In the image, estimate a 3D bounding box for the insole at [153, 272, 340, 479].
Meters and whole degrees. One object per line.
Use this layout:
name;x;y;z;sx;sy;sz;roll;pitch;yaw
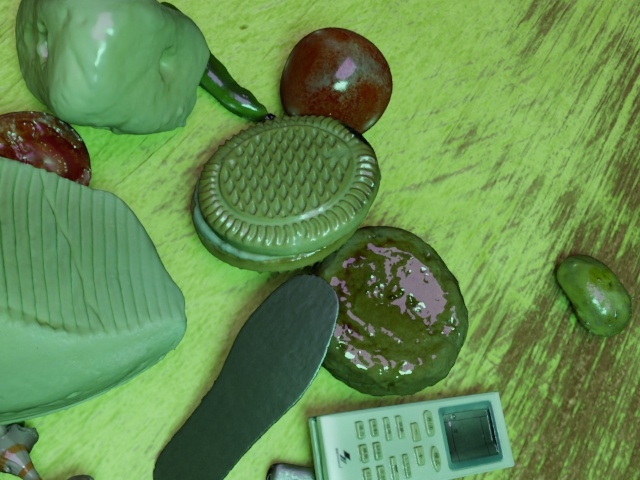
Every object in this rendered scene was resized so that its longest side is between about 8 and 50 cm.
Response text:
insole;-0.087;0.182;0.782;0.111;0.007;0.328;36;86;14

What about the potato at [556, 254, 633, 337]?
potato;0.426;0.083;1.003;0.091;0.070;0.138;-23;79;-24

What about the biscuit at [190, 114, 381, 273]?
biscuit;-0.048;-0.069;0.858;0.259;0.079;0.259;-5;50;6

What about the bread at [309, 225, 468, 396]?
bread;0.080;0.098;0.867;0.230;0.123;0.230;5;72;-15

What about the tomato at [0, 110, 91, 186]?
tomato;-0.374;-0.083;0.812;0.159;0.091;0.139;-43;107;-37

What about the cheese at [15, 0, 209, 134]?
cheese;-0.289;-0.233;0.812;0.251;0.248;0.174;17;101;-3

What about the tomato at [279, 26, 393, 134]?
tomato;0.024;-0.229;0.954;0.167;0.167;0.167;5;69;-15

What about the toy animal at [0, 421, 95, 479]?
toy animal;-0.306;0.281;0.700;0.208;0.100;0.103;48;31;-1

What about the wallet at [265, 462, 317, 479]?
wallet;-0.028;0.378;0.782;0.110;0.031;0.198;15;68;-11

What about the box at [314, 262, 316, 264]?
box;0.000;0.000;0.935;0.058;0.015;0.093;-37;84;-23

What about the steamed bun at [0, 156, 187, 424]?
steamed bun;-0.344;0.068;0.653;0.247;0.236;0.383;55;20;25

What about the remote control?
remote control;0.124;0.262;0.837;0.277;0.055;0.103;-1;71;-25

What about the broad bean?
broad bean;-0.168;-0.259;0.962;0.254;0.046;0.065;48;58;2
